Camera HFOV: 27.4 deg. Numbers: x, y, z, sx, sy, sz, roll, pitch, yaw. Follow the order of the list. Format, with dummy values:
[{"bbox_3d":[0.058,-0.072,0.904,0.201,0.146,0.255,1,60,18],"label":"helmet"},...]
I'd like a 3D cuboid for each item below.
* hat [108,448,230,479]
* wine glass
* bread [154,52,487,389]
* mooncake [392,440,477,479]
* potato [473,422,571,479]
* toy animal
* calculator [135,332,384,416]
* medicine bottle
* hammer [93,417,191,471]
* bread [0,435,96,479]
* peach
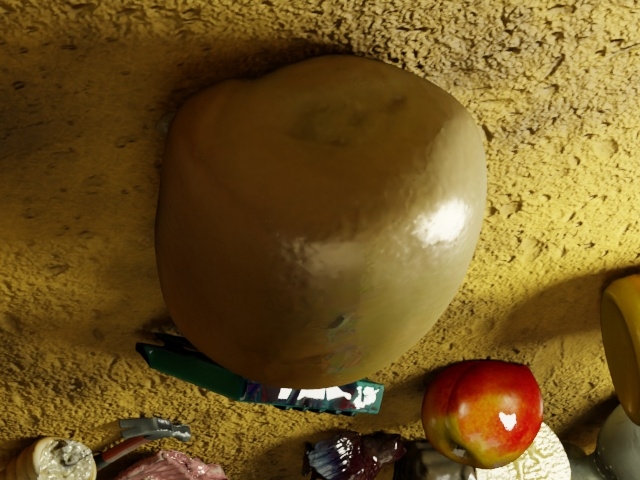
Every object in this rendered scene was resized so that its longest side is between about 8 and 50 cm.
[{"bbox_3d":[-0.300,0.458,2.240,0.286,0.107,0.237,-28,136,18],"label":"hat"},{"bbox_3d":[0.555,0.371,2.318,0.190,0.190,0.357,14,145,-37],"label":"wine glass"},{"bbox_3d":[0.000,0.000,1.433,0.348,0.253,0.376,-6,151,-16],"label":"bread"},{"bbox_3d":[0.201,0.459,2.298,0.124,0.228,0.228,-8,150,-11],"label":"mooncake"},{"bbox_3d":[0.334,0.414,2.330,0.178,0.203,0.158,-32,178,-18],"label":"potato"},{"bbox_3d":[0.063,0.399,2.256,0.180,0.116,0.218,-15,143,8],"label":"toy animal"},{"bbox_3d":[-0.079,0.186,1.788,0.274,0.058,0.248,12,180,-40],"label":"calculator"},{"bbox_3d":[0.616,0.130,1.886,0.384,0.224,0.224,-10,150,-2],"label":"medicine bottle"},{"bbox_3d":[-0.344,0.350,2.117,0.288,0.033,0.111,-32,145,31],"label":"hammer"},{"bbox_3d":[-0.435,0.367,2.061,0.119,0.084,0.177,23,136,-39],"label":"bread"},{"bbox_3d":[0.260,0.267,2.107,0.190,0.192,0.190,20,141,17],"label":"peach"}]
